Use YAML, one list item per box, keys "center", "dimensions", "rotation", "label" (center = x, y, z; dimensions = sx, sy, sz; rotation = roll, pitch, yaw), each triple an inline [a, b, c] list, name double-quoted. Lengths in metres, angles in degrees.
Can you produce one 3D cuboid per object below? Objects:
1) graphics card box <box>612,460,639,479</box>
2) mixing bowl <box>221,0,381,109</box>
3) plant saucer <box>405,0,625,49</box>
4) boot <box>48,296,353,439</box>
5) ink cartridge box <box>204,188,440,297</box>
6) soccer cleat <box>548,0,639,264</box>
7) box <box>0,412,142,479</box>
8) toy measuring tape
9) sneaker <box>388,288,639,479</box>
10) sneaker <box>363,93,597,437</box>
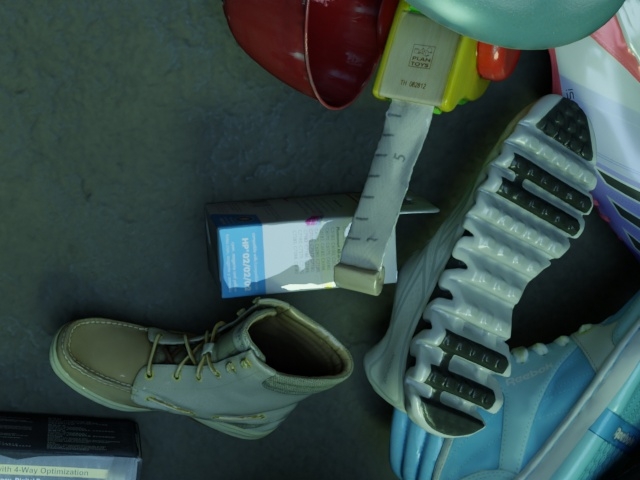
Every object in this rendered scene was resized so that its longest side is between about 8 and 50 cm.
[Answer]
- center: [0.354, 0.278, 1.084]
  dimensions: [0.233, 0.094, 0.371]
  rotation: [-35, 142, -1]
  label: "graphics card box"
- center: [-0.015, -0.199, 0.964]
  dimensions: [0.098, 0.181, 0.181]
  rotation: [13, 102, 21]
  label: "mixing bowl"
- center: [0.132, -0.298, 0.934]
  dimensions: [0.317, 0.043, 0.318]
  rotation: [9, 70, -25]
  label: "plant saucer"
- center: [-0.097, 0.092, 0.998]
  dimensions: [0.213, 0.165, 0.077]
  rotation: [21, 60, -20]
  label: "boot"
- center: [0.000, 0.000, 1.030]
  dimensions: [0.181, 0.104, 0.062]
  rotation: [-5, 103, -10]
  label: "ink cartridge box"
- center: [0.254, -0.081, 1.076]
  dimensions: [0.116, 0.108, 0.318]
  rotation: [-16, 107, 12]
  label: "soccer cleat"
- center: [-0.361, 0.300, 1.032]
  dimensions: [0.395, 0.097, 0.318]
  rotation: [4, 104, -12]
  label: "box"
- center: [0.088, -0.109, 0.991]
  dimensions: [0.121, 0.121, 0.330]
  rotation: [19, 82, -15]
  label: "toy measuring tape"
- center: [0.179, 0.110, 1.054]
  dimensions: [0.319, 0.208, 0.127]
  rotation: [-50, 143, -5]
  label: "sneaker"
- center: [0.124, 0.010, 1.005]
  dimensions: [0.110, 0.118, 0.292]
  rotation: [33, 81, -30]
  label: "sneaker"
